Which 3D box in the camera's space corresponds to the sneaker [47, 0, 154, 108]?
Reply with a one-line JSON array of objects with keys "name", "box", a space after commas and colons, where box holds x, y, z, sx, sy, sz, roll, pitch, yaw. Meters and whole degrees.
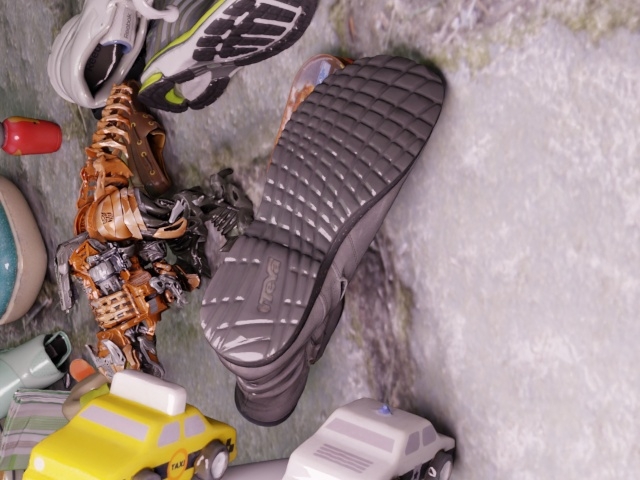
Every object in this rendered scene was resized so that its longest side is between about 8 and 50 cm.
[{"name": "sneaker", "box": [-0.231, -0.288, 1.374, 0.129, 0.111, 0.297, 43, 118, 57]}]

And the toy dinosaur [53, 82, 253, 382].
[{"name": "toy dinosaur", "box": [-0.193, -0.008, 1.279, 0.164, 0.218, 0.321, 15, 103, 51]}]

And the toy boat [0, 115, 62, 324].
[{"name": "toy boat", "box": [-0.489, -0.050, 1.702, 0.267, 0.148, 0.318, 50, 128, 38]}]

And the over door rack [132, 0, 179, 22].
[{"name": "over door rack", "box": [-0.068, -0.391, 1.168, 0.240, 0.108, 0.324, -17, 59, 39]}]

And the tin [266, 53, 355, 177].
[{"name": "tin", "box": [0.000, -0.096, 1.182, 0.106, 0.040, 0.189, 45, 124, 46]}]

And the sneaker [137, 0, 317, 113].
[{"name": "sneaker", "box": [-0.114, -0.249, 1.267, 0.300, 0.111, 0.121, -25, 67, 46]}]

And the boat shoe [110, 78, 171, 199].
[{"name": "boat shoe", "box": [-0.220, -0.127, 1.443, 0.060, 0.064, 0.178, -20, 63, 16]}]

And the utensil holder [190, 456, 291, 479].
[{"name": "utensil holder", "box": [-0.075, 0.352, 1.014, 0.328, 0.385, 0.327, 4, 95, 51]}]

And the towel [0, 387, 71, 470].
[{"name": "towel", "box": [-0.385, 0.268, 1.610, 0.152, 0.113, 0.023, -66, 31, 30]}]

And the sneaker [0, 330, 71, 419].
[{"name": "sneaker", "box": [-0.425, 0.187, 1.696, 0.094, 0.151, 0.256, 59, 174, -11]}]

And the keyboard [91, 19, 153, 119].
[{"name": "keyboard", "box": [-0.273, -0.243, 1.516, 0.192, 0.038, 0.100, -37, 63, 44]}]

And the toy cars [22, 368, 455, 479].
[{"name": "toy cars", "box": [-0.046, 0.162, 0.964, 0.176, 0.394, 0.087, -143, 62, -66]}]

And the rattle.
[{"name": "rattle", "box": [-0.258, 0.219, 1.501, 0.130, 0.143, 0.200, -52, 17, -20]}]

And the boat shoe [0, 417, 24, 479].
[{"name": "boat shoe", "box": [-0.641, 0.262, 1.900, 0.500, 0.156, 0.186, 49, 129, 40]}]

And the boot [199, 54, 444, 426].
[{"name": "boot", "box": [0.000, 0.000, 1.097, 0.118, 0.338, 0.222, 31, 163, 15]}]
